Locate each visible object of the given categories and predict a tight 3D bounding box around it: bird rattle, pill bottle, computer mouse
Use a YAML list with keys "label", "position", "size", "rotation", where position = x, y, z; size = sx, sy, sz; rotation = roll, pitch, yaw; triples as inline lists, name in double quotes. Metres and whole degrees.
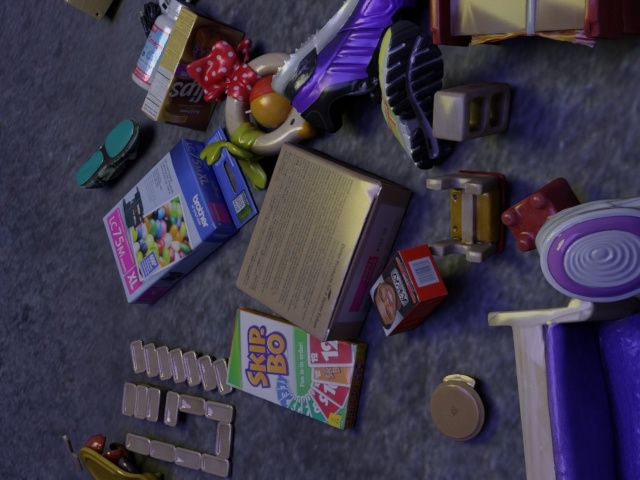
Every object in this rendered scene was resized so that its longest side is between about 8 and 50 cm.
- label: "bird rattle"
  position: [-0.093, -0.212, 1.198]
  size: [0.207, 0.143, 0.254]
  rotation: [-14, 64, 26]
- label: "pill bottle"
  position: [-0.262, -0.338, 1.337]
  size: [0.087, 0.087, 0.160]
  rotation: [41, 111, 34]
- label: "computer mouse"
  position: [-0.262, -0.435, 1.379]
  size: [0.193, 0.042, 0.106]
  rotation: [-39, 59, 37]

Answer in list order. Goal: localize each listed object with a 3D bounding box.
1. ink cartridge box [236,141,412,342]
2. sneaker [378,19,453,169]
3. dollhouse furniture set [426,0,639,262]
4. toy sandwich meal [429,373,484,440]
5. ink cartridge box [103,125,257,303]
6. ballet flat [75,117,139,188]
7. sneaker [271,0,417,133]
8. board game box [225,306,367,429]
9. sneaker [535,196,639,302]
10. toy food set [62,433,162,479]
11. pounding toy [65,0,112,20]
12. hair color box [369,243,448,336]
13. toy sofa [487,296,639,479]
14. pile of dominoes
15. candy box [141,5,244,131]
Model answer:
- label: "ink cartridge box"
  position: [0.000, 0.000, 1.094]
  size: [0.193, 0.088, 0.235]
  rotation: [28, 103, 36]
- label: "sneaker"
  position: [0.106, -0.189, 0.974]
  size: [0.081, 0.208, 0.094]
  rotation: [-25, 43, -9]
- label: "dollhouse furniture set"
  position: [0.249, -0.161, 0.893]
  size: [0.201, 0.152, 0.374]
  rotation: [11, 110, 39]
- label: "toy sandwich meal"
  position: [0.176, 0.212, 0.971]
  size: [0.085, 0.029, 0.086]
  rotation: [1, 91, 38]
- label: "ink cartridge box"
  position: [-0.254, -0.042, 1.327]
  size: [0.311, 0.065, 0.186]
  rotation: [-36, 65, 30]
- label: "ballet flat"
  position: [-0.387, -0.162, 1.443]
  size: [0.188, 0.070, 0.070]
  rotation: [-35, 66, 28]
- label: "sneaker"
  position: [0.079, -0.266, 1.054]
  size: [0.293, 0.102, 0.146]
  rotation: [-44, 79, 20]
- label: "board game box"
  position: [-0.050, 0.185, 1.153]
  size: [0.259, 0.039, 0.124]
  rotation: [12, 93, 40]
- label: "sneaker"
  position: [0.366, -0.011, 0.754]
  size: [0.305, 0.152, 0.114]
  rotation: [-1, 102, 7]
- label: "toy food set"
  position: [-0.356, 0.398, 1.355]
  size: [0.218, 0.071, 0.128]
  rotation: [22, 138, 29]
- label: "pounding toy"
  position: [-0.448, -0.571, 1.515]
  size: [0.181, 0.094, 0.206]
  rotation: [43, 103, 39]
- label: "hair color box"
  position: [0.110, 0.067, 0.980]
  size: [0.141, 0.043, 0.072]
  rotation: [113, 139, -63]
- label: "toy sofa"
  position: [0.298, 0.237, 0.790]
  size: [0.177, 0.150, 0.363]
  rotation: [-10, 80, 40]
- label: "pile of dominoes"
  position: [-0.238, 0.282, 1.315]
  size: [0.251, 0.040, 0.196]
  rotation: [5, 88, 31]
- label: "candy box"
  position: [-0.213, -0.283, 1.280]
  size: [0.053, 0.109, 0.187]
  rotation: [39, 111, 35]
